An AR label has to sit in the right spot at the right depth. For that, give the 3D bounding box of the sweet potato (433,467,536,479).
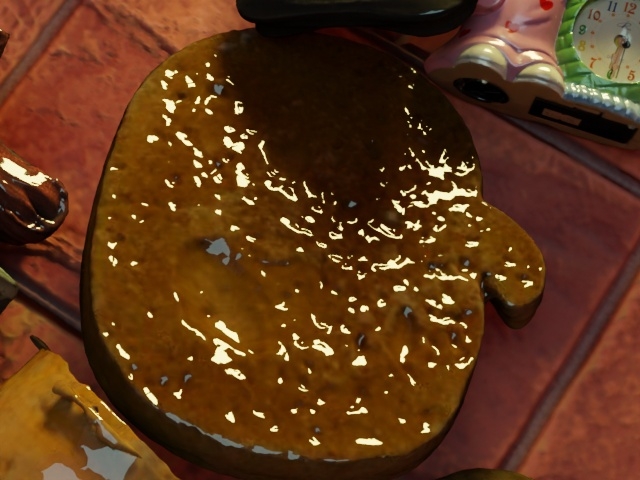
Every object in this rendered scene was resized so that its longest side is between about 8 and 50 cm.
[{"bbox_3d":[0.080,0.209,0.826,0.233,0.062,0.081,-21,90,-7],"label":"sweet potato"}]

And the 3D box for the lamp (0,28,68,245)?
[{"bbox_3d":[-0.311,-0.038,0.861,0.223,0.151,0.215,-35,117,-30],"label":"lamp"}]

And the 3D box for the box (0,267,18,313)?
[{"bbox_3d":[-0.322,0.079,0.711,0.211,0.045,0.270,35,84,28],"label":"box"}]

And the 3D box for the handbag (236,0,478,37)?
[{"bbox_3d":[0.066,-0.282,0.907,0.191,0.075,0.332,4,58,31],"label":"handbag"}]

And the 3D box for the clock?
[{"bbox_3d":[0.195,-0.184,0.908,0.194,0.100,0.195,17,79,3],"label":"clock"}]

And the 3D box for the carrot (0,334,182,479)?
[{"bbox_3d":[-0.227,0.252,0.748,0.224,0.224,0.340,41,75,12],"label":"carrot"}]

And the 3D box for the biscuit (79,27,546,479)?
[{"bbox_3d":[0.000,0.001,0.829,0.314,0.063,0.367,11,52,-6],"label":"biscuit"}]
